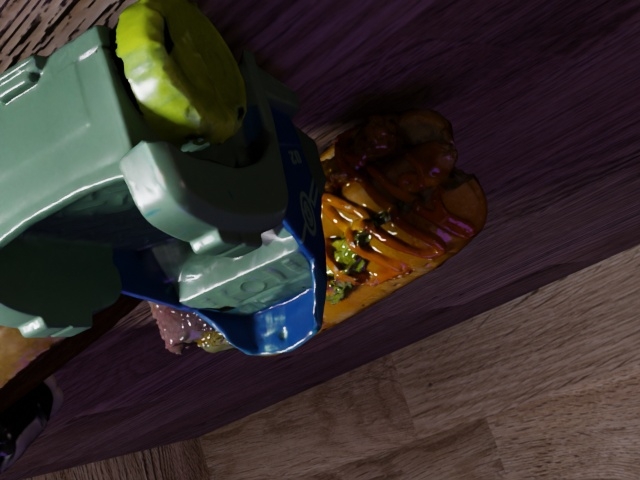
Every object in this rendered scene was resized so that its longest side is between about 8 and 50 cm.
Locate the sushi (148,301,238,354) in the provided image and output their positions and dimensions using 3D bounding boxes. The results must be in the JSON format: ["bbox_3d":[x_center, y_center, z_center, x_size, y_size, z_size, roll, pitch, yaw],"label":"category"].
[{"bbox_3d":[-0.095,0.077,1.257,0.241,0.107,0.161,-26,168,29],"label":"sushi"}]

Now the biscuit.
[{"bbox_3d":[-0.234,0.066,0.937,0.314,0.063,0.367,-41,-179,-31],"label":"biscuit"}]

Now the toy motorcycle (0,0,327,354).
[{"bbox_3d":[-0.082,-0.019,0.689,0.191,0.200,0.326,-25,163,25],"label":"toy motorcycle"}]

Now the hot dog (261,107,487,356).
[{"bbox_3d":[0.000,0.000,0.940,0.117,0.158,0.349,-9,164,-46],"label":"hot dog"}]

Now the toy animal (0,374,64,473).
[{"bbox_3d":[-0.457,0.232,1.283,0.204,0.156,0.208,-25,-164,36],"label":"toy animal"}]
